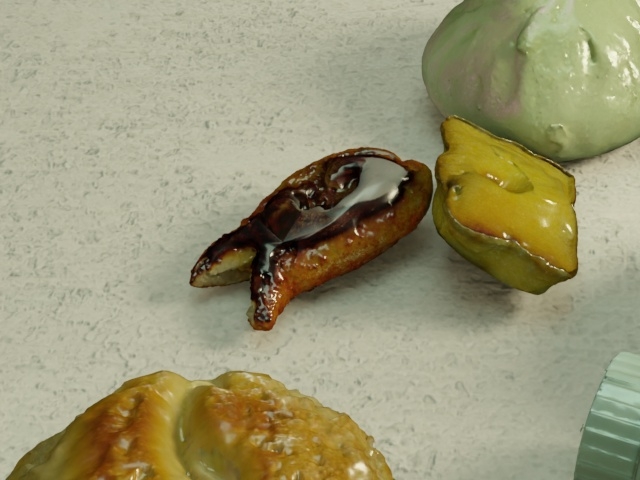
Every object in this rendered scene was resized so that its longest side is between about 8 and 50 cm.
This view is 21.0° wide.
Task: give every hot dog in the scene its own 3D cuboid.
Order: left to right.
[{"bbox_3d":[-0.096,0.266,1.349,0.367,0.196,0.365,-3,42,-8],"label":"hot dog"}]

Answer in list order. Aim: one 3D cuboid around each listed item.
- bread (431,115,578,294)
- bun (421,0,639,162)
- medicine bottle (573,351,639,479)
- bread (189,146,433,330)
[{"bbox_3d":[0.181,-0.030,1.732,0.161,0.088,0.233,19,25,-4],"label":"bread"},{"bbox_3d":[0.257,-0.228,1.902,0.293,0.187,0.293,0,35,0],"label":"bun"},{"bbox_3d":[0.376,0.199,1.409,0.318,0.158,0.158,16,44,22],"label":"medicine bottle"},{"bbox_3d":[-0.003,-0.006,1.748,0.269,0.095,0.139,-39,48,-17],"label":"bread"}]
